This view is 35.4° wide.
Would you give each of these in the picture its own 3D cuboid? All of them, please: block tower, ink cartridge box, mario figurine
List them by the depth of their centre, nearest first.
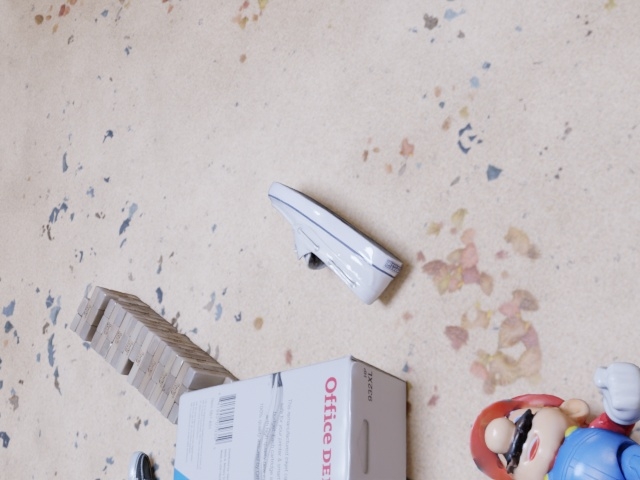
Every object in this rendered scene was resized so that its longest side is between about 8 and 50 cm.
[{"bbox_3d":[0.242,0.228,1.007,0.198,0.170,0.320,-32,14,-16],"label":"mario figurine"},{"bbox_3d":[-0.044,0.297,1.314,0.308,0.129,0.223,-18,59,36],"label":"ink cartridge box"},{"bbox_3d":[-0.265,0.179,1.575,0.335,0.097,0.090,30,97,41],"label":"block tower"}]

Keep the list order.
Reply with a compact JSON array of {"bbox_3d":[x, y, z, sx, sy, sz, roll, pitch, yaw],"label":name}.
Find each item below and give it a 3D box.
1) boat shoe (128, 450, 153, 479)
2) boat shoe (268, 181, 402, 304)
[{"bbox_3d":[-0.267,0.395,1.545,0.040,0.049,0.142,-12,69,17],"label":"boat shoe"},{"bbox_3d":[0.000,0.000,1.405,0.258,0.095,0.084,37,97,42],"label":"boat shoe"}]
